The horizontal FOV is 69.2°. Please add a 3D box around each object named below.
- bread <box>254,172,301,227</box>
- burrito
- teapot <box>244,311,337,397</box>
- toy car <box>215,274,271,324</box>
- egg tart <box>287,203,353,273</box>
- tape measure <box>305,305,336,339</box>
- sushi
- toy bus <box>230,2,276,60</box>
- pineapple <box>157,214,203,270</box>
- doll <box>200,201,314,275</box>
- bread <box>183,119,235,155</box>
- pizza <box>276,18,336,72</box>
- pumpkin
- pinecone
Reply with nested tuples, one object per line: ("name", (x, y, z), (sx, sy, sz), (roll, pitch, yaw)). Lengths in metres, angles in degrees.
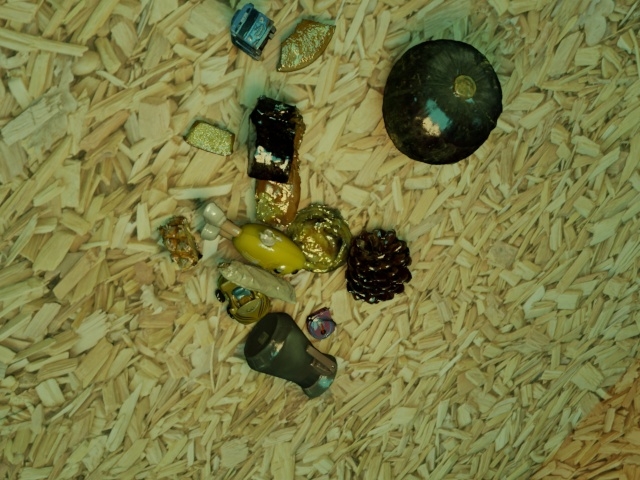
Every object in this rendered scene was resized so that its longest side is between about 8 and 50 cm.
("bread", (-0.163, -0.177, 1.762), (0.178, 0.133, 0.250), (7, 103, -17))
("burrito", (-0.233, 0.150, 1.753), (0.076, 0.117, 0.392), (-47, 135, 15))
("teapot", (-0.101, 0.462, 1.865), (0.344, 0.300, 0.253), (39, 58, -24))
("toy car", (-0.298, 0.222, 1.826), (0.200, 0.142, 0.248), (-33, 107, -2))
("egg tart", (0.000, 0.000, 1.847), (0.296, 0.132, 0.298), (-1, 102, -6))
("tape measure", (0.003, 0.354, 1.960), (0.125, 0.074, 0.118), (-20, 102, -11))
("sushi", (-0.153, -0.359, 1.606), (0.207, 0.349, 0.234), (9, 142, -10))
("toy bus", (-0.233, -0.698, 1.561), (0.133, 0.234, 0.116), (34, 95, -15))
("pineapple", (-0.516, 0.025, 1.735), (0.114, 0.186, 0.237), (-27, 64, -1))
("doll", (-0.247, -0.004, 1.704), (0.422, 0.348, 0.161), (17, 73, 19))
("bread", (-0.403, -0.374, 1.700), (0.187, 0.065, 0.103), (20, 105, -14))
("pizza", (-0.059, -0.708, 1.688), (0.134, 0.056, 0.271), (41, 94, -20))
("pumpkin", (0.434, -0.496, 1.694), (0.453, 0.344, 0.455), (1, 88, -17))
("pinecone", (0.238, 0.097, 1.849), (0.298, 0.242, 0.296), (-38, 139, -25))
